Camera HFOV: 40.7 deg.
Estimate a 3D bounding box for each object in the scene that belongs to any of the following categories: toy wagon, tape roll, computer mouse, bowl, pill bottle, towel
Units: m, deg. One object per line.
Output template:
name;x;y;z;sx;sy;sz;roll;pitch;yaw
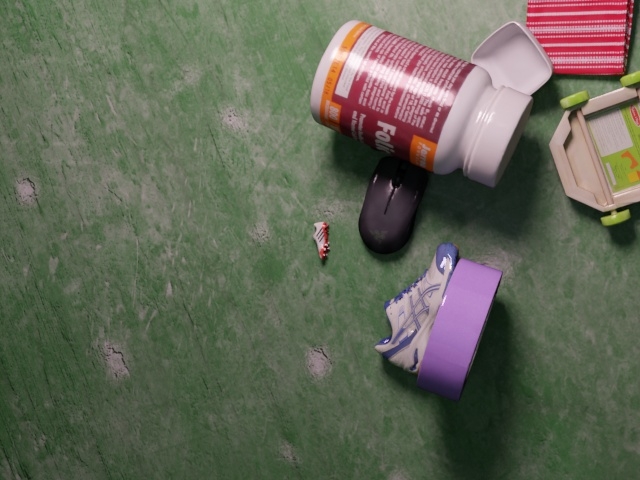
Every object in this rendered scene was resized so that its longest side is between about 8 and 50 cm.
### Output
toy wagon;0.630;-0.191;1.667;0.344;0.068;0.267;-19;93;18
tape roll;0.278;0.177;1.717;0.090;0.275;0.275;18;103;13
computer mouse;0.147;-0.099;1.822;0.188;0.072;0.272;16;102;13
bowl;0.384;-0.352;1.705;0.142;0.053;0.142;54;135;2
pill bottle;0.198;-0.264;1.696;0.392;0.224;0.224;25;104;15
towel;0.497;-0.454;1.656;0.199;0.031;0.275;5;112;18

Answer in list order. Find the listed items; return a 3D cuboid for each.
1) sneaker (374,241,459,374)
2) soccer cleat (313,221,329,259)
sneaker;0.201;0.134;1.821;0.131;0.112;0.296;21;102;15
soccer cleat;0.000;0.000;1.905;0.035;0.029;0.083;3;96;25
